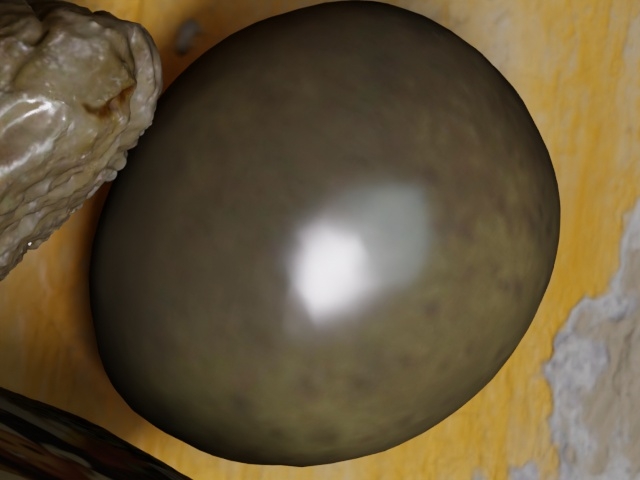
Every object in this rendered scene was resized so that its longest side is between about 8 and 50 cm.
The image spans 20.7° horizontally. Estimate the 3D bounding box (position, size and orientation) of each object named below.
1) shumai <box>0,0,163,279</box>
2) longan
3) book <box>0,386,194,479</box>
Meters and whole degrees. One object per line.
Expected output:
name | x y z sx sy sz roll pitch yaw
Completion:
shumai | -0.178 -0.062 0.746 0.175 0.206 0.166 49 53 -6
longan | 0.000 0.000 0.862 0.246 0.215 0.246 -17 143 -13
book | -0.192 0.065 0.670 0.428 0.300 0.039 26 88 -36
